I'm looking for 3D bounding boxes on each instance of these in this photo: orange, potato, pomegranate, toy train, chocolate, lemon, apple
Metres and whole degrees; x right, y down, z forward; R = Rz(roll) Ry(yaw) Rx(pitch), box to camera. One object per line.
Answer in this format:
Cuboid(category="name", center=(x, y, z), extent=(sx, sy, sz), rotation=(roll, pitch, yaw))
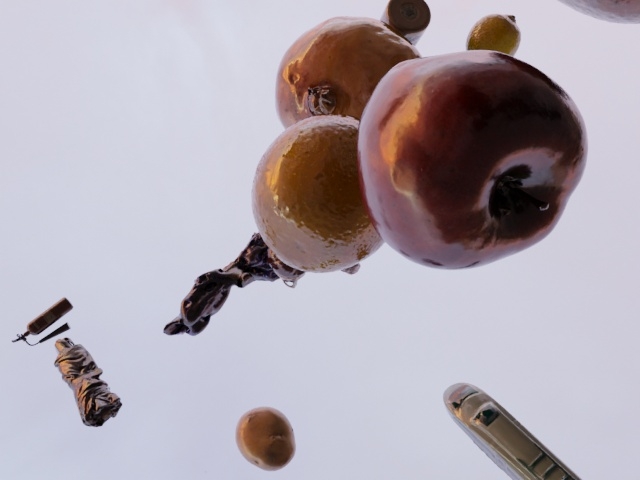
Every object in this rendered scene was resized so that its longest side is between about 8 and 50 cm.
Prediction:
Cuboid(category="orange", center=(0.009, -0.068, 0.924), extent=(0.237, 0.236, 0.236), rotation=(3, -110, -9))
Cuboid(category="potato", center=(-0.108, 0.386, 1.267), extent=(0.112, 0.112, 0.147), rotation=(-33, -135, -19))
Cuboid(category="pomegranate", center=(0.059, -0.275, 1.277), extent=(0.339, 0.338, 0.337), rotation=(3, -110, -9))
Cuboid(category="toy train", center=(0.379, 0.405, 1.207), extent=(0.086, 0.088, 0.407), rotation=(-40, -126, -11))
Cuboid(category="chocolate", center=(-0.195, 0.088, 1.376), extent=(0.343, 0.148, 0.126), rotation=(-33, -78, -23))
Cuboid(category="lemon", center=(0.362, -0.417, 1.346), extent=(0.109, 0.109, 0.133), rotation=(36, -83, 4))
Cuboid(category="apple", center=(0.147, -0.087, 0.652), extent=(0.234, 0.234, 0.233), rotation=(3, -110, -9))

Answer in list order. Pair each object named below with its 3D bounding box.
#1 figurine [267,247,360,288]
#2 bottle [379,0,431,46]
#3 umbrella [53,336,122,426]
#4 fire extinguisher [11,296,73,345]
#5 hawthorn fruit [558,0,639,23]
Cuboid(category="figurine", center=(-0.001, 0.000, 1.355), extent=(0.240, 0.115, 0.174), rotation=(-29, -118, -22))
Cuboid(category="bottle", center=(0.164, -0.436, 1.408), extent=(0.097, 0.209, 0.109), rotation=(-3, -103, -11))
Cuboid(category="umbrella", center=(-0.418, 0.236, 1.117), extent=(0.066, 0.059, 0.236), rotation=(-18, -146, -34))
Cuboid(category="fire extinguisher", center=(-0.431, 0.137, 1.017), extent=(0.100, 0.032, 0.046), rotation=(-40, -69, -17))
Cuboid(category="hawthorn fruit", center=(0.462, -0.532, 0.949), extent=(0.403, 0.403, 0.402), rotation=(3, -110, -9))
